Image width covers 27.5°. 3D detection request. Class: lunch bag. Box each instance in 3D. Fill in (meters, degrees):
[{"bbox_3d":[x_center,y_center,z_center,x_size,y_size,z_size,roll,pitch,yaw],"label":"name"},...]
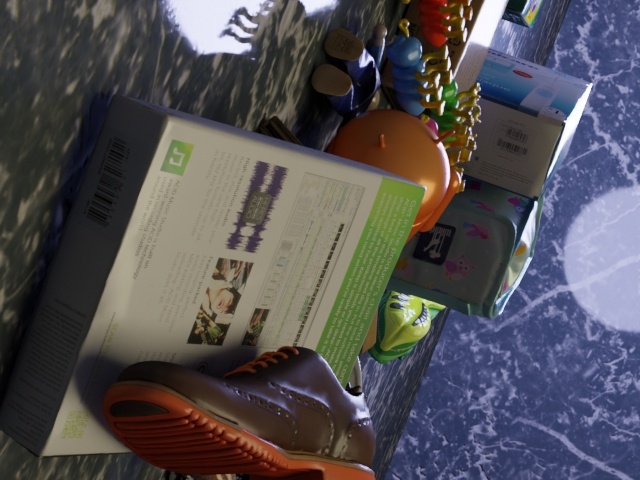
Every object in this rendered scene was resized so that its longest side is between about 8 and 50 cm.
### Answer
[{"bbox_3d":[0.180,0.001,1.847,0.262,0.223,0.160,-51,153,-52],"label":"lunch bag"}]

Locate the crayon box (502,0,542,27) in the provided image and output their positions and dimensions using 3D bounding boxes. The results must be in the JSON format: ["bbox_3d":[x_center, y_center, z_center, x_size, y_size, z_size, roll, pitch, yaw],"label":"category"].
[{"bbox_3d":[0.349,-0.510,2.069,0.203,0.083,0.322,-13,122,-76],"label":"crayon box"}]

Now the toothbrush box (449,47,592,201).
[{"bbox_3d":[0.262,-0.183,1.915,0.295,0.216,0.126,-40,150,-65],"label":"toothbrush box"}]

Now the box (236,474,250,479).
[{"bbox_3d":[-0.129,0.371,1.531,0.184,0.045,0.190,97,18,-45],"label":"box"}]

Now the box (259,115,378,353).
[{"bbox_3d":[0.000,0.000,1.212,0.021,0.164,0.201,-32,154,-18],"label":"box"}]

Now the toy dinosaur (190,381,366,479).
[{"bbox_3d":[-0.063,0.127,1.155,0.200,0.127,0.295,30,85,-58],"label":"toy dinosaur"}]

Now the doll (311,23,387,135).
[{"bbox_3d":[0.037,-0.165,1.348,0.189,0.046,0.129,35,75,-78],"label":"doll"}]

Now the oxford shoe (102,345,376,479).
[{"bbox_3d":[-0.050,0.115,0.900,0.271,0.097,0.098,35,56,-53],"label":"oxford shoe"}]

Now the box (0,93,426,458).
[{"bbox_3d":[-0.063,0.038,0.938,0.322,0.058,0.232,12,103,-54],"label":"box"}]

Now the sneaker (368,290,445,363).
[{"bbox_3d":[0.130,0.127,2.197,0.123,0.109,0.295,-48,176,17],"label":"sneaker"}]

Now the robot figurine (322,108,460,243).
[{"bbox_3d":[0.051,-0.049,1.328,0.219,0.158,0.128,-51,-173,50],"label":"robot figurine"}]

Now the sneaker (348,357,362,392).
[{"bbox_3d":[-0.028,0.277,1.730,0.147,0.105,0.295,123,-15,-69],"label":"sneaker"}]

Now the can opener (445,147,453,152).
[{"bbox_3d":[0.107,-0.073,1.684,0.280,0.093,0.074,-47,144,-48],"label":"can opener"}]

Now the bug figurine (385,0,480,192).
[{"bbox_3d":[0.121,-0.174,1.429,0.279,0.072,0.216,-67,148,-58],"label":"bug figurine"}]

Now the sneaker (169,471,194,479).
[{"bbox_3d":[-0.126,0.219,1.292,0.043,0.040,0.109,-51,158,-51],"label":"sneaker"}]

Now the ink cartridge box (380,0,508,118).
[{"bbox_3d":[0.165,-0.269,1.640,0.193,0.088,0.234,39,73,-79],"label":"ink cartridge box"}]
